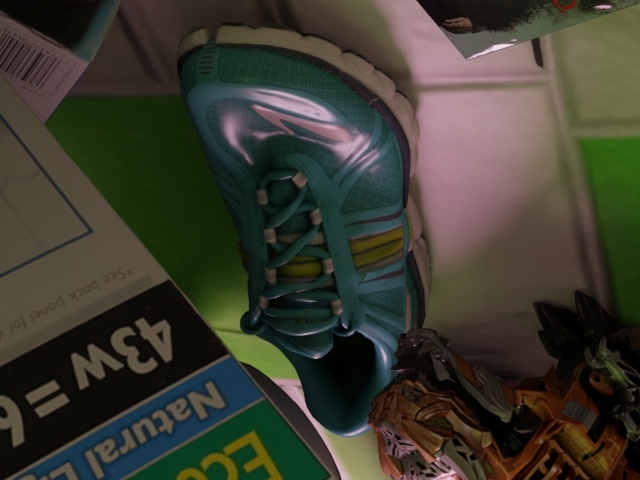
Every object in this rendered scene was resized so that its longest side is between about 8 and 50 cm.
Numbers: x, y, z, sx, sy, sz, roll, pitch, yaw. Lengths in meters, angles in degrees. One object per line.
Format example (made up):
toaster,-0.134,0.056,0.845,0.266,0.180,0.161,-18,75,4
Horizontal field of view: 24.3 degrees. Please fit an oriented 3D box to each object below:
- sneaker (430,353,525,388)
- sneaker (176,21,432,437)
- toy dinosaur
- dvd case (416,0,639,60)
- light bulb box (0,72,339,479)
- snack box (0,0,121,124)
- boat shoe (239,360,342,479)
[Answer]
sneaker,0.115,0.148,0.844,0.104,0.236,0.095,5,121,-13
sneaker,0.000,0.000,0.752,0.107,0.110,0.275,0,142,21
toy dinosaur,0.170,0.123,0.762,0.164,0.218,0.322,-16,134,37
dvd case,0.089,-0.123,0.629,0.119,0.013,0.087,-15,135,36
light bulb box,-0.159,0.153,0.670,0.361,0.225,0.358,48,155,28
snack box,-0.278,-0.135,0.714,0.322,0.060,0.187,29,142,-18
boat shoe,-0.073,0.116,0.901,0.094,0.109,0.302,23,-179,-41
